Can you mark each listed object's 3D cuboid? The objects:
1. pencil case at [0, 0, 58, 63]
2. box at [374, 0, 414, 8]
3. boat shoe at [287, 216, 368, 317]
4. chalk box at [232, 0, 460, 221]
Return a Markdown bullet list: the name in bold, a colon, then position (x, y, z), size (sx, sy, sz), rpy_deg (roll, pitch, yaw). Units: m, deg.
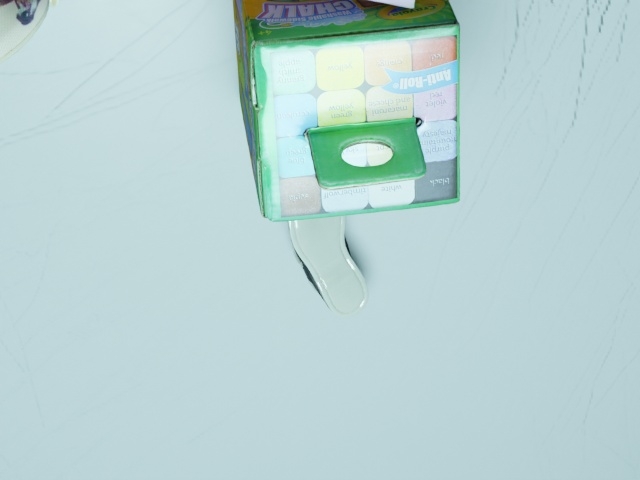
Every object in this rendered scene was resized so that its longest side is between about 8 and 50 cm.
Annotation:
- **pencil case**: position (-0.297, -0.275, 1.029), size (0.183, 0.160, 0.410), rpy_deg (-35, 125, -19)
- **box**: position (-0.037, -0.279, 1.070), size (0.243, 0.117, 0.213), rpy_deg (11, 122, -4)
- **boat shoe**: position (0.000, 0.000, 1.318), size (0.046, 0.038, 0.125), rpy_deg (-33, 124, -10)
- **chalk box**: position (0.017, -0.101, 1.153), size (0.132, 0.213, 0.132), rpy_deg (-6, 122, -6)
